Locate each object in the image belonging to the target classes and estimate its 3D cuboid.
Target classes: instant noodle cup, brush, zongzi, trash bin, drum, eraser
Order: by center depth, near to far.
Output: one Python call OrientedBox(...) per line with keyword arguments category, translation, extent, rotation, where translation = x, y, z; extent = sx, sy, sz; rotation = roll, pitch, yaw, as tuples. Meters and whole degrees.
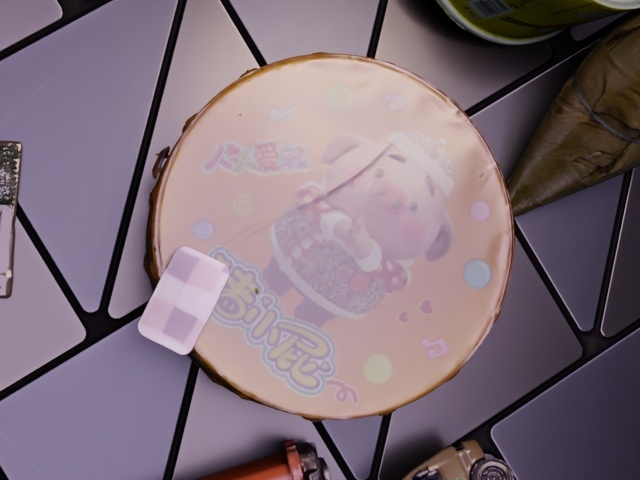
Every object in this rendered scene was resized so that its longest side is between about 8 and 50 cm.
OrientedBox(category="eraser", translation=(-0.143, 0.063, 1.246), extent=(0.065, 0.026, 0.105), rotation=(26, 82, -4))
OrientedBox(category="trash bin", translation=(-0.095, 0.333, 1.371), extent=(0.239, 0.184, 0.161), rotation=(-13, 88, -6))
OrientedBox(category="drum", translation=(0.000, 0.000, 1.395), extent=(0.431, 0.214, 0.431), rotation=(1, 86, -10))
OrientedBox(category="brush", translation=(-0.379, -0.026, 1.420), extent=(0.034, 0.027, 0.190), rotation=(4, 85, -8))
OrientedBox(category="instant noodle cup", translation=(0.300, -0.390, 1.439), extent=(0.311, 0.221, 0.311), rotation=(-4, 99, -26))
OrientedBox(category="zongzi", translation=(0.398, -0.166, 1.542), extent=(0.160, 0.360, 0.323), rotation=(50, 38, 13))

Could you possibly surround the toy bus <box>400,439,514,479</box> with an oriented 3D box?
OrientedBox(category="toy bus", translation=(0.176, 0.391, 1.386), extent=(0.157, 0.139, 0.289), rotation=(-16, 62, -12))
